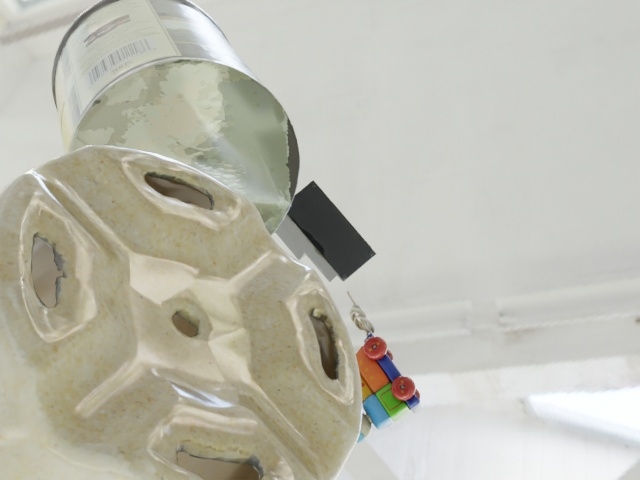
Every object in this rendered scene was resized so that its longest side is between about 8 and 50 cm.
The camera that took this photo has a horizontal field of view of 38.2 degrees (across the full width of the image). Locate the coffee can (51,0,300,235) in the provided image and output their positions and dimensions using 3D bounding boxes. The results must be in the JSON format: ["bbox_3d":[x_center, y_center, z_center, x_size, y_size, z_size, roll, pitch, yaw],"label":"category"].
[{"bbox_3d":[-0.152,-0.114,0.898,0.201,0.201,0.275,-34,-148,1],"label":"coffee can"}]

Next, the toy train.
[{"bbox_3d":[0.060,0.227,1.648,0.143,0.105,0.248,-35,-114,-3],"label":"toy train"}]

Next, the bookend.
[{"bbox_3d":[0.000,0.000,1.525,0.072,0.157,0.156,-39,176,-16],"label":"bookend"}]

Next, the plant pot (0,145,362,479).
[{"bbox_3d":[-0.154,0.120,0.540,0.305,0.334,0.334,-44,-148,31],"label":"plant pot"}]
